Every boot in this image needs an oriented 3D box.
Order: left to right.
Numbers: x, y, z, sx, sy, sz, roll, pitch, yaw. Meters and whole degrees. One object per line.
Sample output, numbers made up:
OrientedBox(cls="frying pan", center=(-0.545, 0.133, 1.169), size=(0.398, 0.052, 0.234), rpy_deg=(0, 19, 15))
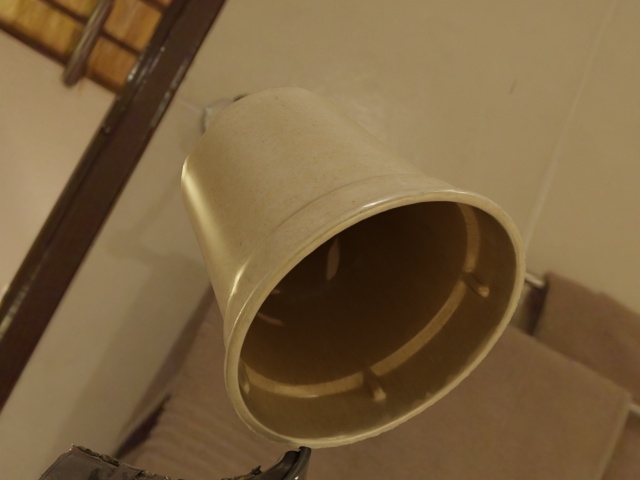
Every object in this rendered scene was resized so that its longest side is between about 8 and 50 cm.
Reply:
OrientedBox(cls="boot", center=(-0.143, 0.237, 0.919), size=(0.229, 0.091, 0.263), rpy_deg=(15, 18, 16))

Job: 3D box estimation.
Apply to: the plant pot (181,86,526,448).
OrientedBox(cls="plant pot", center=(0.000, 0.000, 1.067), size=(0.334, 0.334, 0.305), rpy_deg=(46, 6, -46))
